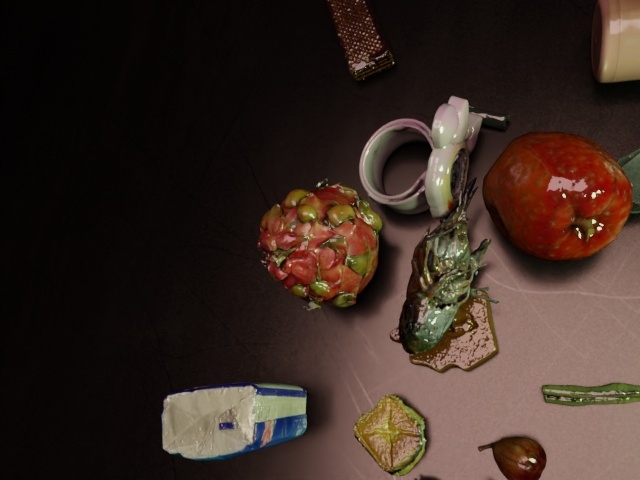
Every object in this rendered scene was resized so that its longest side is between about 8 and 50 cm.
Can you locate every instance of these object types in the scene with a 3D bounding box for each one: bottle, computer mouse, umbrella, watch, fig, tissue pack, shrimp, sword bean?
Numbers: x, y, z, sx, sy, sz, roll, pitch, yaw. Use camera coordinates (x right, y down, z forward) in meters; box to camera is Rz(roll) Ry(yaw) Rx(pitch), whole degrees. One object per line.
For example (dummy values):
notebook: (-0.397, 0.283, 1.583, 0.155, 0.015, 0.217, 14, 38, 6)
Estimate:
bottle: (0.702, -0.392, 1.117, 0.296, 0.173, 0.207, -1, 107, 17)
computer mouse: (0.656, -0.124, 1.105, 0.231, 0.071, 0.126, -33, 53, -3)
umbrella: (0.355, -0.276, 1.269, 0.133, 0.031, 0.036, 19, 81, 23)
watch: (0.202, -0.181, 1.220, 0.217, 0.210, 0.249, 13, 88, 30)
fig: (0.355, 0.401, 1.067, 0.125, 0.088, 0.089, 20, 82, 43)
tissue pack: (-0.161, 0.361, 1.145, 0.209, 0.269, 0.138, -12, 71, 15)
shrimp: (0.268, 0.060, 1.129, 0.171, 0.137, 0.372, 25, 96, -11)
sword bean: (0.553, 0.279, 1.048, 0.269, 0.038, 0.043, -9, 98, 17)

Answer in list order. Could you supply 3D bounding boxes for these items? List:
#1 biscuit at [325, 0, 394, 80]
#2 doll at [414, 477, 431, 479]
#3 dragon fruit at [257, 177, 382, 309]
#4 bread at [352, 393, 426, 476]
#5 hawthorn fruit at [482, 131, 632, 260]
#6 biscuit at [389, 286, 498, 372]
biscuit: (0.078, -0.579, 1.426, 0.107, 0.073, 0.389, -22, 69, 14)
doll: (0.221, 0.536, 1.071, 0.088, 0.102, 0.179, -11, 60, -29)
dragon fruit: (0.000, 0.000, 1.178, 0.250, 0.291, 0.269, 31, 86, 29)
bread: (0.148, 0.388, 1.140, 0.128, 0.069, 0.140, -48, 63, 1)
hawthorn fruit: (0.441, -0.083, 1.066, 0.261, 0.258, 0.258, 26, 85, 46)
biscuit: (0.249, 0.184, 1.178, 0.215, 0.034, 0.182, -11, 68, 18)
